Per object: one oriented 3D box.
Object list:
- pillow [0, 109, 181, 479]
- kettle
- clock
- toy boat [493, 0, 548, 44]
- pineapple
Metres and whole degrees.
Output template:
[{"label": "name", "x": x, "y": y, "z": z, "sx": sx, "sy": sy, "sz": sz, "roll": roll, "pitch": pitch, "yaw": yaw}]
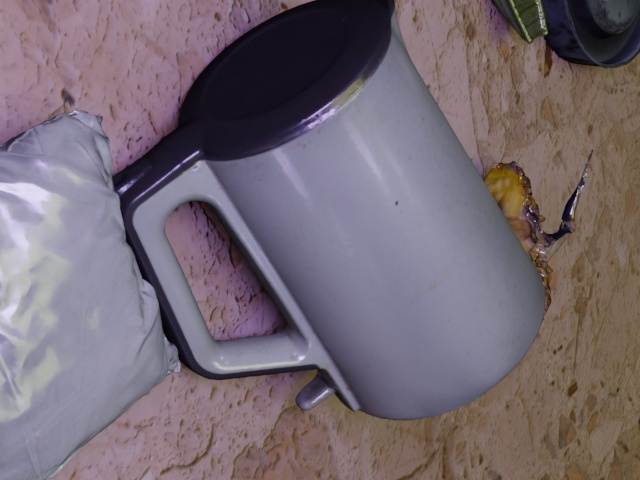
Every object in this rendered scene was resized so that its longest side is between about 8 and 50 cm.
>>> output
[{"label": "pillow", "x": -0.254, "y": 0.064, "z": 0.851, "sx": 0.310, "sy": 0.138, "sz": 0.283, "roll": -36, "pitch": 122, "yaw": -35}, {"label": "kettle", "x": 0.000, "y": 0.000, "z": 1.086, "sx": 0.361, "sy": 0.250, "sz": 0.377, "roll": -36, "pitch": 125, "yaw": -4}, {"label": "clock", "x": 0.396, "y": -0.400, "z": 1.545, "sx": 0.312, "sy": 0.061, "sz": 0.313, "roll": -11, "pitch": 105, "yaw": -46}, {"label": "toy boat", "x": 0.233, "y": -0.393, "z": 1.370, "sx": 0.093, "sy": 0.055, "sz": 0.293, "roll": -33, "pitch": 120, "yaw": -41}, {"label": "pineapple", "x": 0.242, "y": 0.056, "z": 1.386, "sx": 0.161, "sy": 0.158, "sz": 0.335, "roll": 44, "pitch": 64, "yaw": -43}]
